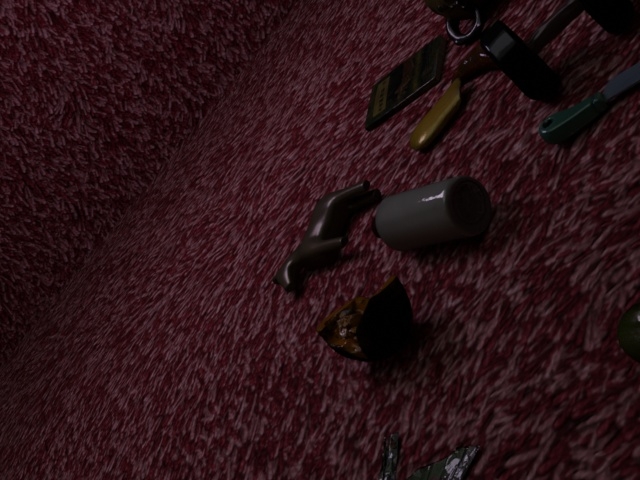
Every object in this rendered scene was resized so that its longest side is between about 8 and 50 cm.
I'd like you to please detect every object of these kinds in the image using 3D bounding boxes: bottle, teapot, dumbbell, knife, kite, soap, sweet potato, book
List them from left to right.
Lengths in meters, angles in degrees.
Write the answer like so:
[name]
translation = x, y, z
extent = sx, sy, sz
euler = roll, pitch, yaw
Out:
[kite]
translation = 0.094, 0.369, 1.163
extent = 0.323, 0.013, 0.267
euler = -37, 29, 29
[book]
translation = 0.194, -0.360, 1.999
extent = 0.228, 0.024, 0.160
euler = -31, 34, 40
[bottle]
translation = 0.172, -0.040, 1.479
extent = 0.245, 0.104, 0.104
euler = -16, 43, 56
[soap]
translation = 0.239, -0.249, 1.742
extent = 0.168, 0.033, 0.089
euler = -50, 25, 8
[teapot]
translation = 0.317, -0.561, 1.872
extent = 0.183, 0.173, 0.269
euler = -17, 74, 50
[sweet potato]
translation = 0.333, -0.355, 1.688
extent = 0.255, 0.058, 0.078
euler = -4, 74, 66
[dumbbell]
translation = 0.392, -0.359, 1.453
extent = 0.218, 0.152, 0.152
euler = -44, 24, 21
[knife]
translation = 0.451, -0.230, 1.326
extent = 0.260, 0.034, 0.063
euler = -33, 23, 26

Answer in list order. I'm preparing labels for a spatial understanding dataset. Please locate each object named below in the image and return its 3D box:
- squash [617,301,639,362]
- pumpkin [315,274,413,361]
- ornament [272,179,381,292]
[squash]
translation = 0.426, 0.082, 0.841
extent = 0.341, 0.094, 0.094
euler = -14, 45, 56
[pumpkin]
translation = 0.083, 0.138, 1.391
extent = 0.119, 0.107, 0.183
euler = -44, 7, -33
[ornament]
translation = 0.000, 0.000, 1.806
extent = 0.245, 0.061, 0.230
euler = -19, 42, 52
